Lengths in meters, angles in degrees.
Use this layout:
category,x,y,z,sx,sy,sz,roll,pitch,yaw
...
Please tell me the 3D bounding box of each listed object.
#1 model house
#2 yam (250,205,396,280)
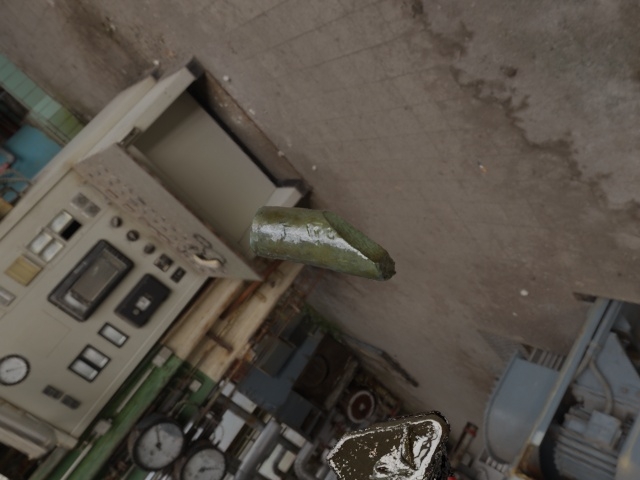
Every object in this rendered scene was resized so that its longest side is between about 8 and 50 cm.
category,x,y,z,sx,sy,sz,roll,pitch,yaw
model house,0.121,0.366,0.833,0.203,0.141,0.164,-10,159,10
yam,0.000,0.000,0.830,0.259,0.106,0.106,8,150,30
